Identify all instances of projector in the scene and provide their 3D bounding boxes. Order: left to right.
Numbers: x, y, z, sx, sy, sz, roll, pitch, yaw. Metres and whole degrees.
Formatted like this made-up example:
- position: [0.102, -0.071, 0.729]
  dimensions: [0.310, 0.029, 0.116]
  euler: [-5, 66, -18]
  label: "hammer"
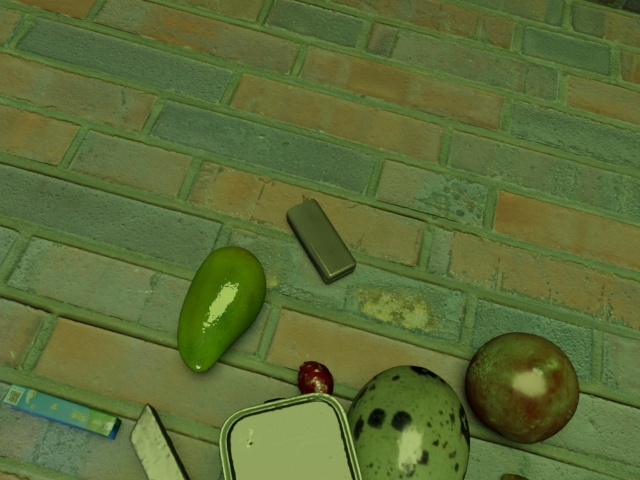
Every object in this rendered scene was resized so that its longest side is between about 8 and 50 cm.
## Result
- position: [-0.068, 0.463, 1.166]
  dimensions: [0.248, 0.249, 0.248]
  euler: [-10, 67, -13]
  label: "projector"

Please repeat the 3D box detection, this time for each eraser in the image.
- position: [-0.340, 0.547, 1.316]
  dimensions: [0.077, 0.111, 0.352]
  euler: [-28, 70, -16]
  label: "eraser"

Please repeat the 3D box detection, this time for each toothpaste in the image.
- position: [-0.613, 0.408, 1.384]
  dimensions: [0.267, 0.065, 0.050]
  euler: [17, 60, 3]
  label: "toothpaste"

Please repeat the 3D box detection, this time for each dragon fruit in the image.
- position: [-0.001, 0.388, 1.446]
  dimensions: [0.094, 0.094, 0.190]
  euler: [-12, 71, -12]
  label: "dragon fruit"

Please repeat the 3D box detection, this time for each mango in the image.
- position: [-0.254, 0.173, 1.488]
  dimensions: [0.193, 0.156, 0.343]
  euler: [15, 66, 12]
  label: "mango"

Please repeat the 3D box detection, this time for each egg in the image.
- position: [0.185, 0.468, 1.310]
  dimensions: [0.288, 0.287, 0.379]
  euler: [24, 61, 6]
  label: "egg"

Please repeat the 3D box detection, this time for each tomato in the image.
- position: [0.502, 0.356, 1.437]
  dimensions: [0.270, 0.222, 0.270]
  euler: [4, 61, -6]
  label: "tomato"

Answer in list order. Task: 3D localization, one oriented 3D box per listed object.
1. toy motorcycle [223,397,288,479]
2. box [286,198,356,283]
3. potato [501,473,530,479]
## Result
- position: [-0.107, 0.496, 1.343]
  dimensions: [0.196, 0.125, 0.331]
  euler: [40, 71, 10]
  label: "toy motorcycle"
- position: [0.000, 0.000, 1.654]
  dimensions: [0.103, 0.055, 0.243]
  euler: [-26, 69, -17]
  label: "box"
- position: [0.479, 0.597, 1.414]
  dimensions: [0.083, 0.040, 0.051]
  euler: [14, 58, 0]
  label: "potato"
